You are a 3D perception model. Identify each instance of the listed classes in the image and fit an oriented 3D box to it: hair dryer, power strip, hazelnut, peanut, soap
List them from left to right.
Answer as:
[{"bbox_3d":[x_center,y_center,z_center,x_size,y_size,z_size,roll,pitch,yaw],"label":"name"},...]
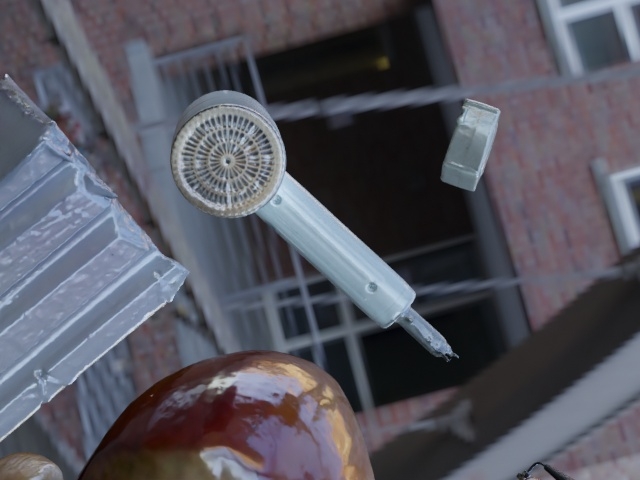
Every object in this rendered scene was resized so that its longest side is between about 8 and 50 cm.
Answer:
[{"bbox_3d":[-0.443,0.056,2.044,0.213,0.435,0.350,44,-5,42],"label":"soap"},{"bbox_3d":[-0.292,0.239,1.519,0.152,0.076,0.076,-31,-110,53],"label":"peanut"},{"bbox_3d":[-0.099,0.289,1.636,0.366,0.366,0.366,-15,90,-87],"label":"hazelnut"},{"bbox_3d":[0.000,0.000,1.557,0.357,0.107,0.173,44,6,-9],"label":"hair dryer"},{"bbox_3d":[0.155,-0.094,1.670,0.175,0.042,0.075,58,51,-83],"label":"power strip"}]

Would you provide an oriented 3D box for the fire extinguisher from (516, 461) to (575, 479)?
[{"bbox_3d":[0.185,0.204,1.308,0.100,0.032,0.046,-126,-129,-63],"label":"fire extinguisher"}]
